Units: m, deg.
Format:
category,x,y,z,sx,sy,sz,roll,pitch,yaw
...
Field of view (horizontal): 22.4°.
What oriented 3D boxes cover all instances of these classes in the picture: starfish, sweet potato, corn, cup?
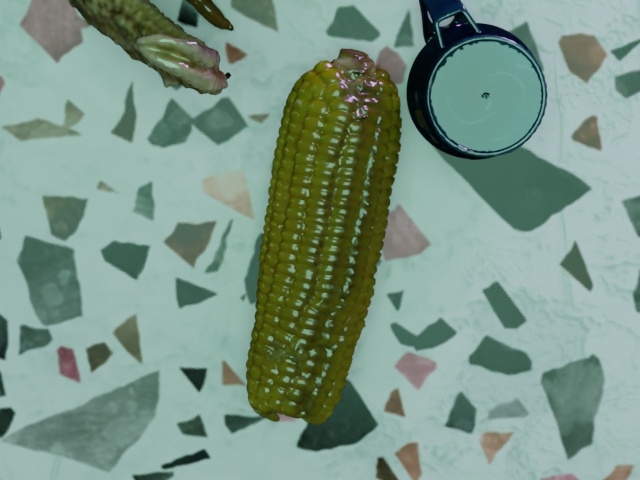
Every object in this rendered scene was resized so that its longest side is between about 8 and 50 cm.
category,x,y,z,sx,sy,sz,roll,pitch,yaw
starfish,-0.235,-0.297,1.417,0.082,0.324,0.432,-34,100,-9
sweet potato,-0.128,-0.239,1.545,0.115,0.026,0.026,41,96,-2
corn,0.000,0.000,1.528,0.120,0.120,0.363,12,101,0
cup,0.138,-0.153,1.483,0.131,0.155,0.176,-25,97,4
